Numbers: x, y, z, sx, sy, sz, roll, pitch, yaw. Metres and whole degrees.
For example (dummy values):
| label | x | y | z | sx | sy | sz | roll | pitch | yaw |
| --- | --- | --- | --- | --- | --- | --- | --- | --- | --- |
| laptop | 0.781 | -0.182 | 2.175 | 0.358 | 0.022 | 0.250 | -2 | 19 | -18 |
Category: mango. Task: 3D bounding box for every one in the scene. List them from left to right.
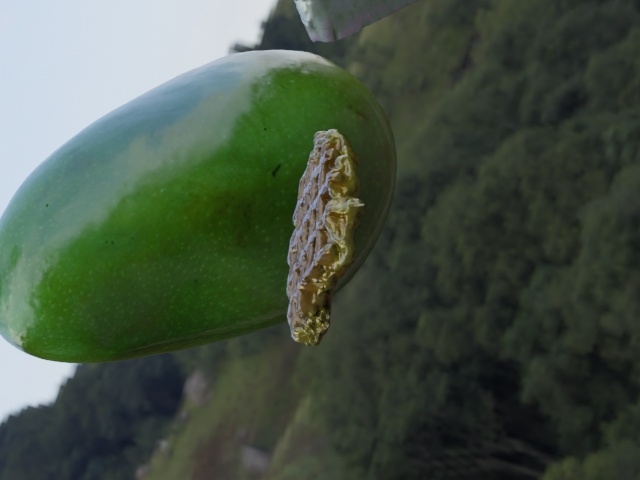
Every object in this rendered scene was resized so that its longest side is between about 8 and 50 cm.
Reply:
| label | x | y | z | sx | sy | sz | roll | pitch | yaw |
| --- | --- | --- | --- | --- | --- | --- | --- | --- | --- |
| mango | -0.098 | -0.019 | 1.241 | 0.382 | 0.225 | 0.201 | -32 | -10 | -29 |

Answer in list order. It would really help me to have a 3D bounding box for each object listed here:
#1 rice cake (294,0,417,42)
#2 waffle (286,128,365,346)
| label | x | y | z | sx | sy | sz | roll | pitch | yaw |
| --- | --- | --- | --- | --- | --- | --- | --- | --- | --- |
| rice cake | 0.066 | -0.210 | 0.967 | 0.038 | 0.211 | 0.124 | 52 | 170 | 53 |
| waffle | 0.000 | 0.000 | 0.576 | 0.078 | 0.016 | 0.085 | -95 | 18 | -54 |
